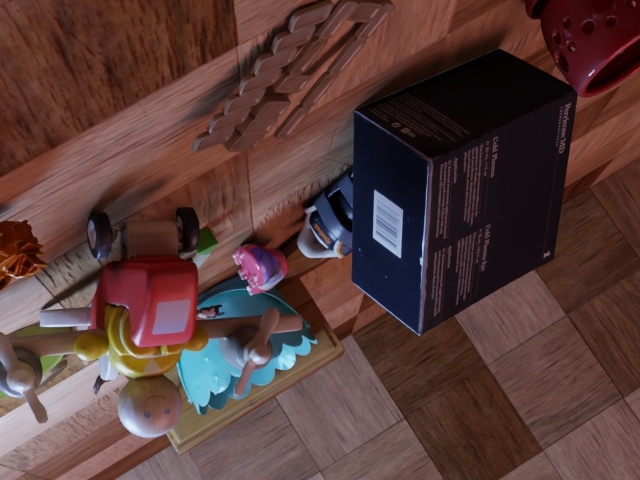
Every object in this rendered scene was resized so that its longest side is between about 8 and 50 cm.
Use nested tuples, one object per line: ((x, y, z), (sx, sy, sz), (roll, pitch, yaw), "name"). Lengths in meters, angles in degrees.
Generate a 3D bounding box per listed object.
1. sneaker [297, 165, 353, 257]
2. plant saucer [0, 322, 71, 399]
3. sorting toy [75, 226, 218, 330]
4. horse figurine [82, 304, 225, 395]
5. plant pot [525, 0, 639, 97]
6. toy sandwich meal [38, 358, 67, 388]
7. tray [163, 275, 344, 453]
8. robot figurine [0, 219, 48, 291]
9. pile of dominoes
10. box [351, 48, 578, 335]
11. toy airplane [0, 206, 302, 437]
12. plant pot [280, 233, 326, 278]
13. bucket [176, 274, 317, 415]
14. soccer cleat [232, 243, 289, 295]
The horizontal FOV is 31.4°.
((0.061, -0.052, 1.983), (0.127, 0.126, 0.321), (-28, 167, -31), "sneaker")
((-0.493, 0.205, 1.798), (0.241, 0.037, 0.241), (-31, 167, -8), "plant saucer")
((-0.281, 0.088, 1.850), (0.196, 0.047, 0.348), (-22, 164, -43), "sorting toy")
((-0.321, 0.185, 2.090), (0.263, 0.066, 0.174), (-39, 166, 27), "horse figurine")
((0.405, -0.329, 1.642), (0.191, 0.174, 0.191), (-31, 169, -7), "plant pot")
((-0.472, 0.224, 1.956), (0.085, 0.029, 0.085), (-40, 177, -3), "toy sandwich meal")
((-0.176, 0.259, 2.427), (0.411, 0.203, 0.076), (-31, 167, -10), "tray")
((-0.452, 0.066, 1.233), (0.291, 0.085, 0.211), (-34, 167, 4), "robot figurine")
((-0.043, -0.207, 1.372), (0.251, 0.040, 0.196), (-49, 162, 27), "pile of dominoes")
((0.222, -0.080, 1.815), (0.312, 0.179, 0.343), (-25, 134, -29), "box")
((-0.260, 0.142, 1.568), (0.386, 0.272, 0.384), (-18, 162, 18), "toy airplane")
((0.000, 0.000, 2.262), (0.236, 0.032, 0.236), (-32, 169, -7), "plant pot")
((-0.168, 0.197, 2.251), (0.281, 0.183, 0.281), (-32, 168, -8), "bucket")
((-0.100, 0.041, 2.054), (0.095, 0.083, 0.248), (-31, 171, -9), "soccer cleat")
